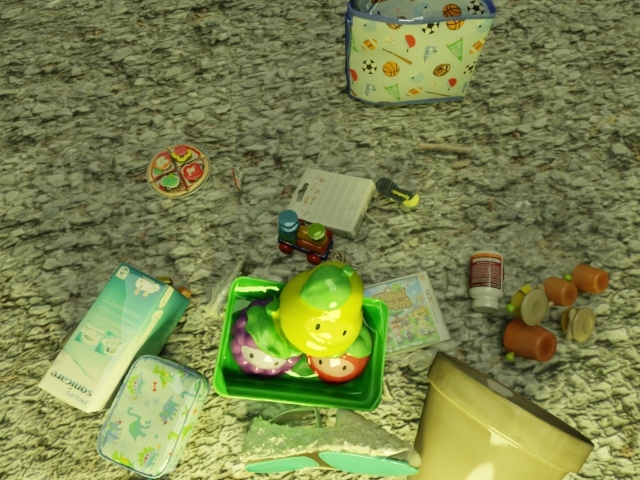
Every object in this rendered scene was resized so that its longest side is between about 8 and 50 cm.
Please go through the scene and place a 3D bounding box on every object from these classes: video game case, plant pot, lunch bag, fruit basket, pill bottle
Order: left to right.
[{"bbox_3d":[-0.354,0.366,0.866,0.176,0.090,0.218,17,69,7],"label":"lunch bag"},{"bbox_3d":[-0.019,0.199,0.847,0.392,0.392,0.282,7,76,5],"label":"fruit basket"},{"bbox_3d":[0.211,0.194,1.070,0.213,0.023,0.193,-14,68,-4],"label":"video game case"},{"bbox_3d":[0.265,-0.594,1.225,0.386,0.327,0.238,-8,63,1],"label":"lunch bag"},{"bbox_3d":[0.326,0.436,0.843,0.323,0.323,0.280,30,89,13],"label":"plant pot"},{"bbox_3d":[0.436,0.108,1.063,0.086,0.086,0.151,9,68,6],"label":"pill bottle"}]

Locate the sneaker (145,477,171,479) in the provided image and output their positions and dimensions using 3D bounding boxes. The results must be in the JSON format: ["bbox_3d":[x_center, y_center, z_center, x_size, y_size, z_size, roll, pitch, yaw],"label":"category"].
[{"bbox_3d":[-0.350,0.579,0.920,0.135,0.052,0.058,18,66,8],"label":"sneaker"}]

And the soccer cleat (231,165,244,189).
[{"bbox_3d":[-0.249,-0.193,1.241,0.036,0.029,0.083,-19,64,-1],"label":"soccer cleat"}]

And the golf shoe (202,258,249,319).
[{"bbox_3d":[-0.258,0.122,1.095,0.086,0.069,0.176,18,69,15],"label":"golf shoe"}]

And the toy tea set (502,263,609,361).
[{"bbox_3d":[0.576,0.170,1.024,0.336,0.124,0.199,-15,102,-23],"label":"toy tea set"}]

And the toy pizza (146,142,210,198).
[{"bbox_3d":[-0.444,-0.224,1.258,0.202,0.032,0.201,-1,68,2],"label":"toy pizza"}]

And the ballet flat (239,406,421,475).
[{"bbox_3d":[0.005,0.424,0.877,0.409,0.147,0.146,-12,66,21],"label":"ballet flat"}]

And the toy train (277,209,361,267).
[{"bbox_3d":[0.000,0.000,1.091,0.248,0.143,0.105,21,71,10],"label":"toy train"}]

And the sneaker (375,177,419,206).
[{"bbox_3d":[0.226,-0.136,1.191,0.144,0.059,0.053,35,99,25],"label":"sneaker"}]

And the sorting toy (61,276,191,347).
[{"bbox_3d":[-0.507,0.212,1.078,0.229,0.041,0.307,34,73,14],"label":"sorting toy"}]

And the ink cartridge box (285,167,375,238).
[{"bbox_3d":[0.028,-0.114,1.199,0.225,0.056,0.180,14,68,27],"label":"ink cartridge box"}]

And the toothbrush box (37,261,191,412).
[{"bbox_3d":[-0.455,0.226,0.944,0.126,0.216,0.295,25,73,4],"label":"toothbrush box"}]
